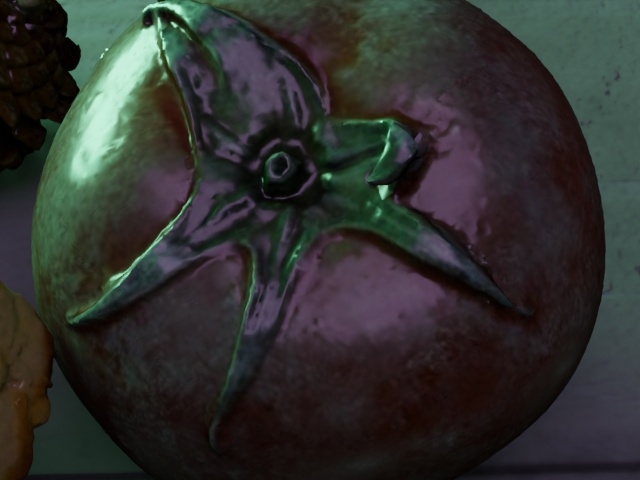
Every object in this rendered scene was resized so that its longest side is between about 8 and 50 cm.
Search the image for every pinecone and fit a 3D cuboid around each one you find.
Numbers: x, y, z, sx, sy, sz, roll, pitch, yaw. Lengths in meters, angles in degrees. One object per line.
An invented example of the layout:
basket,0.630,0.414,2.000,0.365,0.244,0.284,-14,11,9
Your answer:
pinecone,-0.241,-0.117,0.892,0.174,0.173,0.173,2,62,-4

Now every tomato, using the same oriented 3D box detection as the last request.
tomato,0.000,0.000,0.771,0.317,0.282,0.316,-2,72,6

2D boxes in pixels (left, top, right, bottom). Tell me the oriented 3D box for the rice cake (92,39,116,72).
rice cake,-0.083,-0.174,0.999,0.047,0.036,0.206,30,64,24

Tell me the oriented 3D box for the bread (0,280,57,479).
bread,-0.276,0.099,0.727,0.275,0.114,0.184,-4,54,36
